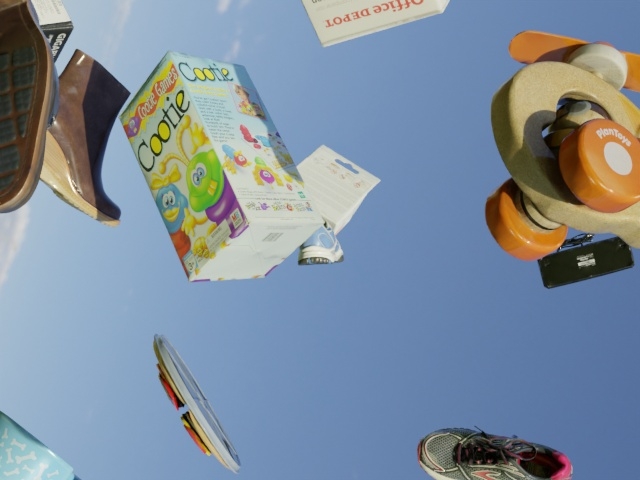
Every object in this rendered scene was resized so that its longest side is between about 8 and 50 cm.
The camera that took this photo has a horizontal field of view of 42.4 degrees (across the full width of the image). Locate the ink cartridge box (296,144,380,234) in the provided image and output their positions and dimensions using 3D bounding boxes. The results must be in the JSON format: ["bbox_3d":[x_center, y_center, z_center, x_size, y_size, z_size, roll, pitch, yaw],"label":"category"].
[{"bbox_3d":[0.011,-0.098,1.584,0.179,0.145,0.045,-44,162,-46],"label":"ink cartridge box"}]

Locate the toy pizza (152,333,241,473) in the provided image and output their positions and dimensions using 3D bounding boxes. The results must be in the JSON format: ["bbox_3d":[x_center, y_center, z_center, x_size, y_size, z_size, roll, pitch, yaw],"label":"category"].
[{"bbox_3d":[-0.161,0.206,1.024,0.032,0.201,0.201,-31,-152,-8],"label":"toy pizza"}]

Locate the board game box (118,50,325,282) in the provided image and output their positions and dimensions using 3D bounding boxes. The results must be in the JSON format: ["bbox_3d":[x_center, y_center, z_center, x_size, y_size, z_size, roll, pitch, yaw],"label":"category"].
[{"bbox_3d":[-0.140,-0.098,1.123,0.142,0.144,0.275,-41,-116,34],"label":"board game box"}]

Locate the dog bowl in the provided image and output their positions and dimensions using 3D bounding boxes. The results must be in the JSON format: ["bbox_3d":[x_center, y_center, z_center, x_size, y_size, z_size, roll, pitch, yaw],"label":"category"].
[{"bbox_3d":[-0.406,0.371,1.246,0.165,0.297,0.074,15,-123,43],"label":"dog bowl"}]

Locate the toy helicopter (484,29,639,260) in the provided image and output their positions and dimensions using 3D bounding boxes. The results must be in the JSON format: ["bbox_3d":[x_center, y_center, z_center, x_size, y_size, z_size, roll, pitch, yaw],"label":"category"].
[{"bbox_3d":[0.322,-0.102,0.839,0.140,0.354,0.235,-43,-133,54],"label":"toy helicopter"}]

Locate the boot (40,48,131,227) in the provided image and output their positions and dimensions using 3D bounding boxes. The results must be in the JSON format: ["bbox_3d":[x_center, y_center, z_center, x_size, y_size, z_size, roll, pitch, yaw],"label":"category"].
[{"bbox_3d":[-0.364,-0.157,1.335,0.090,0.248,0.207,22,-107,44],"label":"boot"}]

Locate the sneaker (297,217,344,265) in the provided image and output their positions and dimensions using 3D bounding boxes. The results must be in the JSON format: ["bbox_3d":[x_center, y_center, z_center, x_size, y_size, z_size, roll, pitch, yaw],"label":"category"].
[{"bbox_3d":[0.000,0.000,1.447,0.211,0.080,0.081,-5,91,-89],"label":"sneaker"}]

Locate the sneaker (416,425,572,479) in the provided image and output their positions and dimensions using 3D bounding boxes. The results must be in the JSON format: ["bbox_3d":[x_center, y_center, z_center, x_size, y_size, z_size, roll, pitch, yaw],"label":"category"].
[{"bbox_3d":[0.338,0.420,1.611,0.112,0.299,0.121,82,15,-61],"label":"sneaker"}]

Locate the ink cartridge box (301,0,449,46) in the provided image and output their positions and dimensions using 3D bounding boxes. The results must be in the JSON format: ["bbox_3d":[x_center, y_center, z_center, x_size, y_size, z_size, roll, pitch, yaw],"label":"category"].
[{"bbox_3d":[0.036,-0.339,0.892,0.158,0.218,0.092,-9,-143,30],"label":"ink cartridge box"}]

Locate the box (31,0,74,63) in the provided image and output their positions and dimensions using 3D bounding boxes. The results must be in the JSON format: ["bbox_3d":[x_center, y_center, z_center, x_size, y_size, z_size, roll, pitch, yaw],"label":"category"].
[{"bbox_3d":[-0.532,-0.384,1.347,0.295,0.073,0.293,-38,-105,48],"label":"box"}]

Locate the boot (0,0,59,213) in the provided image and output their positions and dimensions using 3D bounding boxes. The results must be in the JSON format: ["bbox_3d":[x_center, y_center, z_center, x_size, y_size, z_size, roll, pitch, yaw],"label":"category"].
[{"bbox_3d":[-0.200,-0.090,0.553,0.106,0.082,0.219,72,1,-59],"label":"boot"}]

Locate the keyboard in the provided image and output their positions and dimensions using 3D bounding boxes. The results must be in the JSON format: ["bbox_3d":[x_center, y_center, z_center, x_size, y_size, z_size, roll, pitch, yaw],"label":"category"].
[{"bbox_3d":[0.552,0.031,1.733,0.038,0.191,0.100,-54,129,-81],"label":"keyboard"}]
